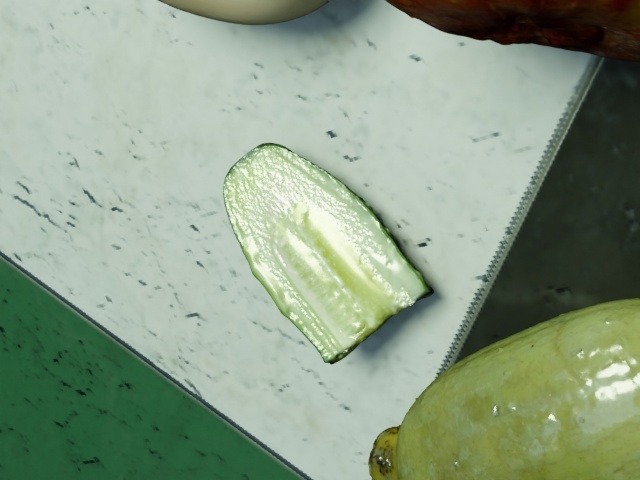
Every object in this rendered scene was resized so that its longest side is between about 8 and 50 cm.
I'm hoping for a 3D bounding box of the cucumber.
[{"bbox_3d":[0.000,0.000,0.628,0.067,0.035,0.107,-39,83,18],"label":"cucumber"}]

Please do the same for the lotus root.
[{"bbox_3d":[0.093,0.086,0.572,0.183,0.077,0.090,-25,92,35],"label":"lotus root"}]

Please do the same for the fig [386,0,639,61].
[{"bbox_3d":[0.090,-0.169,0.443,0.175,0.175,0.207,11,98,30],"label":"fig"}]

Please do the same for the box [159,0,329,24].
[{"bbox_3d":[-0.034,-0.192,0.546,0.146,0.088,0.200,19,116,27],"label":"box"}]
